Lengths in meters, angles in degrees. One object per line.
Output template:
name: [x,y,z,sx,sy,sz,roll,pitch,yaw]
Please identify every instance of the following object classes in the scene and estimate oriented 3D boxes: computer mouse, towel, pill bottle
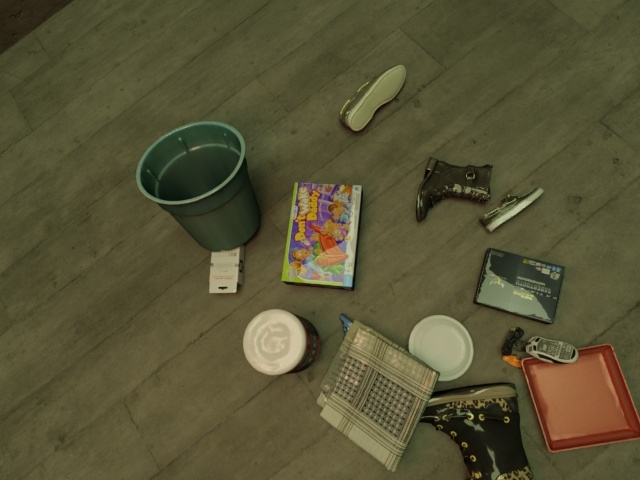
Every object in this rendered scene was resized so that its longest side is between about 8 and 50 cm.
computer mouse: [0.641,0.320,1.255,0.193,0.042,0.106,13,46,37]
towel: [0.147,0.437,1.255,0.324,0.056,0.312,27,95,39]
pill bottle: [-0.098,0.307,1.282,0.177,0.318,0.176,-3,75,10]

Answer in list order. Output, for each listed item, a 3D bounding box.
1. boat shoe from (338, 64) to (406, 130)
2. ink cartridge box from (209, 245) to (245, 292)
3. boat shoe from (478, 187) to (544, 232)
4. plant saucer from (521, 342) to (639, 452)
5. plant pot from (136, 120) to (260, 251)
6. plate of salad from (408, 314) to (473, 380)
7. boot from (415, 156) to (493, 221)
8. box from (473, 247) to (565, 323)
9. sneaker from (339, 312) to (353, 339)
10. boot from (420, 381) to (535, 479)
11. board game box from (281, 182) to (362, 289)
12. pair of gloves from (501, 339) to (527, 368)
boat shoe: [0.189,-0.536,1.582,0.305,0.109,0.091,-47,46,-5]
ink cartridge box: [-0.329,0.101,1.517,0.104,0.060,0.180,-2,74,9]
boat shoe: [0.623,-0.115,1.402,0.219,0.078,0.070,-35,73,1]
plant saucer: [0.742,0.449,1.238,0.259,0.047,0.258,-13,73,7]
plant pot: [-0.367,-0.152,1.425,0.342,0.334,0.340,-5,56,7]
plate of salad: [0.372,0.333,1.336,0.200,0.048,0.199,0,73,-1]
boot: [0.450,-0.163,1.439,0.229,0.091,0.262,16,76,15]
box: [0.617,0.141,1.340,0.233,0.059,0.183,16,79,14]
sneaker: [0.094,0.304,1.390,0.059,0.053,0.144,-31,71,2]
boot: [0.401,0.573,1.221,0.378,0.138,0.284,-12,73,1]
board game box: [0.011,-0.016,1.447,0.234,0.078,0.346,4,75,11]
pair of gloves: [0.602,0.344,1.311,0.074,0.010,0.083,27,80,16]
